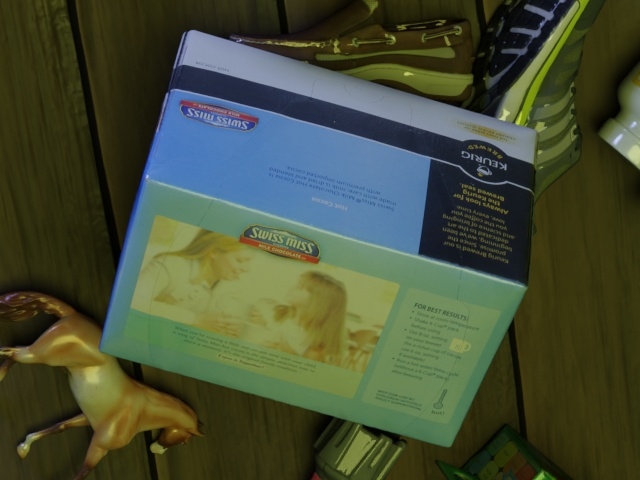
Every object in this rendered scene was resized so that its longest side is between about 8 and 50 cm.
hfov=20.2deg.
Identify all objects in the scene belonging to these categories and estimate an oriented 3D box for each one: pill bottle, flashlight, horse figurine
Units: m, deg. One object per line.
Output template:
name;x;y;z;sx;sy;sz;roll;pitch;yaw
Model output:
pill bottle;0.366;-0.154;1.810;0.103;0.103;0.184;38;96;-20
flashlight;-0.031;0.310;1.872;0.103;0.103;0.304;31;100;-16
horse figurine;-0.249;0.144;1.793;0.174;0.066;0.263;-29;113;4

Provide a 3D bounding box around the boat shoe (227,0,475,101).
boat shoe;0.030;-0.194;1.738;0.257;0.095;0.095;2;103;-25

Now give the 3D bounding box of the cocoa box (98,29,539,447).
cocoa box;0.000;0.000;1.644;0.347;0.228;0.231;16;132;-5

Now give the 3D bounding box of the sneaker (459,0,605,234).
sneaker;0.214;-0.138;1.795;0.121;0.111;0.300;18;106;-31

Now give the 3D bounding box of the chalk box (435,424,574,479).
chalk box;0.212;0.294;1.901;0.213;0.132;0.132;41;96;-21
